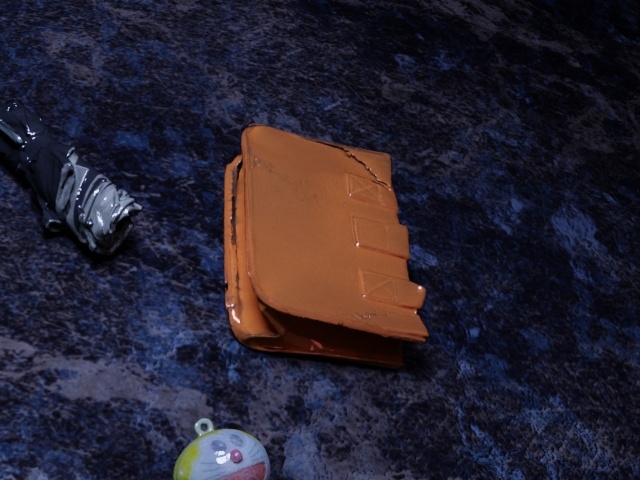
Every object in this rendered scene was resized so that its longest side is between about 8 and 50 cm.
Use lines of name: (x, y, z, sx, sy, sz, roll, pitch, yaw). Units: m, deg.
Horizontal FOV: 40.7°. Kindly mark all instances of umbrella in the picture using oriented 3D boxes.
umbrella: (-0.418, -0.112, 1.282, 0.357, 0.113, 0.106, 39, 16, 19)

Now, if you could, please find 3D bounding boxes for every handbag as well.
handbag: (0.000, 0.000, 1.383, 0.303, 0.116, 0.410, 13, 45, -20)

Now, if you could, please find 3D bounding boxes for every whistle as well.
whistle: (-0.100, 0.315, 1.028, 0.122, 0.123, 0.223, -13, 70, -36)
